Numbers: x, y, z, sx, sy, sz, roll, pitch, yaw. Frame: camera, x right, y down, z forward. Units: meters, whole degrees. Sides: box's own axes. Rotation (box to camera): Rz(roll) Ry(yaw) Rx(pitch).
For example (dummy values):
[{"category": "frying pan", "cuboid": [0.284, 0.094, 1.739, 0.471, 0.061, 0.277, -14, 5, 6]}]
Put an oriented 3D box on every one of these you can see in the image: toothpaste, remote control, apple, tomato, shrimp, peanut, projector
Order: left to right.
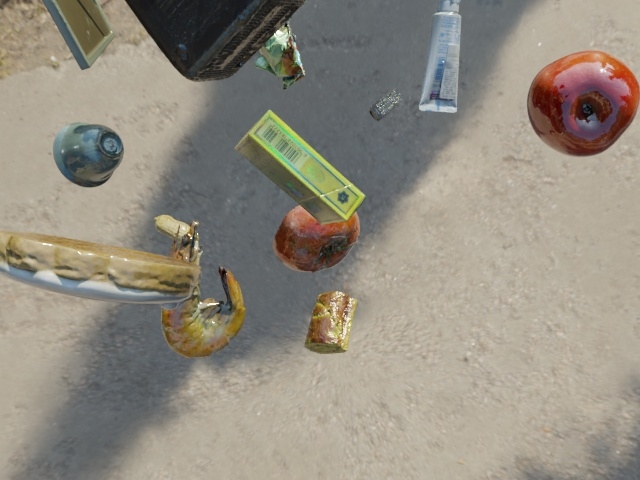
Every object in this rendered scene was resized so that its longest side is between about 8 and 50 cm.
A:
[{"category": "peanut", "cuboid": [-0.350, -0.028, 1.448, 0.113, 0.054, 0.054, 26, 82, 23]}, {"category": "shrimp", "cuboid": [-0.210, 0.090, 1.070, 0.150, 0.068, 0.249, -10, 107, -22]}, {"category": "projector", "cuboid": [-0.283, -0.670, 1.540, 0.395, 0.242, 0.405, -35, 91, 29]}, {"category": "tomato", "cuboid": [0.000, 0.000, 1.525, 0.236, 0.237, 0.095, -29, 57, -3]}, {"category": "remote control", "cuboid": [0.121, -0.251, 1.126, 0.091, 0.016, 0.034, -42, 99, -36]}, {"category": "toothpaste", "cuboid": [0.320, -0.488, 1.595, 0.113, 0.073, 0.300, -1, 103, -21]}, {"category": "apple", "cuboid": [0.646, -0.339, 1.513, 0.260, 0.216, 0.261, 5, 116, 11]}]

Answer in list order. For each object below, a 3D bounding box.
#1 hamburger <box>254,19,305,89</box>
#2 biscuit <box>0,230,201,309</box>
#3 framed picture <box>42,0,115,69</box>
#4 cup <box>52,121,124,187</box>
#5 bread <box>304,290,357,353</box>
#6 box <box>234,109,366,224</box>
[{"category": "hamburger", "cuboid": [-0.152, -0.605, 1.832, 0.150, 0.260, 0.276, -15, 88, 5]}, {"category": "biscuit", "cuboid": [-0.209, 0.029, 0.593, 0.180, 0.208, 0.049, 13, 86, -11]}, {"category": "framed picture", "cuboid": [-0.352, -0.365, 0.802, 0.016, 0.184, 0.250, -19, 122, 5]}, {"category": "cup", "cuboid": [-0.648, -0.264, 1.776, 0.149, 0.199, 0.199, -10, 77, 41]}, {"category": "bread", "cuboid": [0.028, 0.243, 1.810, 0.103, 0.132, 0.172, 37, 55, -34]}, {"category": "box", "cuboid": [-0.039, -0.119, 1.064, 0.220, 0.141, 0.064, 42, 77, -12]}]
